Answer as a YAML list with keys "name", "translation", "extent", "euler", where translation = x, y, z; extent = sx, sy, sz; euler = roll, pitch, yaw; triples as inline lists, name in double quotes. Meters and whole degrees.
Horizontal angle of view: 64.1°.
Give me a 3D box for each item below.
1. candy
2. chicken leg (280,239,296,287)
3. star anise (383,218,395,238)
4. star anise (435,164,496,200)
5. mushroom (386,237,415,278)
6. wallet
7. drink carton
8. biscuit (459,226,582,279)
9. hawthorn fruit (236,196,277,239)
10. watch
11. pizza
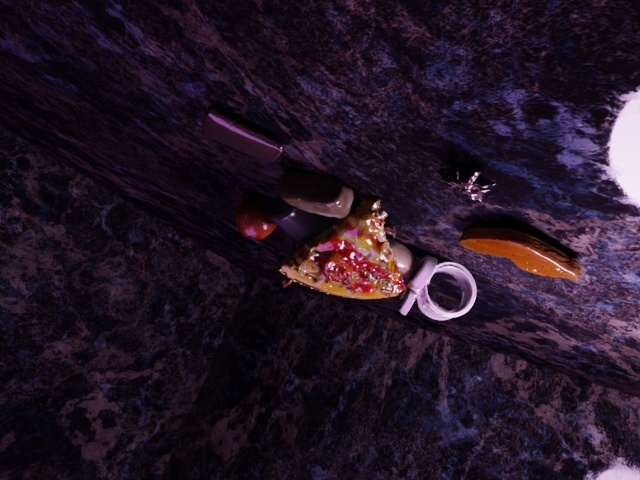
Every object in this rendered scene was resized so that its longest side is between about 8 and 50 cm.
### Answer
- name: "candy"
  translation: [-0.015, -0.142, 1.560]
  extent: [0.233, 0.102, 0.104]
  euler: [12, 163, 30]
- name: "chicken leg"
  translation: [-0.057, 0.033, 1.919]
  extent: [0.095, 0.158, 0.407]
  euler: [8, -153, 19]
- name: "star anise"
  translation: [0.191, -0.056, 1.679]
  extent: [0.141, 0.042, 0.141]
  euler: [25, 168, 6]
- name: "star anise"
  translation: [0.334, -0.125, 1.143]
  extent: [0.124, 0.056, 0.129]
  euler: [8, 160, 45]
- name: "mushroom"
  translation: [0.242, 0.091, 1.874]
  extent: [0.206, 0.209, 0.206]
  euler: [3, -175, 0]
- name: "wallet"
  translation: [-0.218, -0.290, 1.438]
  extent: [0.229, 0.049, 0.182]
  euler: [24, 167, -13]
- name: "drink carton"
  translation: [-0.059, -0.075, 1.743]
  extent: [0.185, 0.191, 0.189]
  euler: [11, 156, 48]
- name: "biscuit"
  translation: [0.545, 0.029, 1.415]
  extent: [0.277, 0.052, 0.262]
  euler: [26, 171, -15]
- name: "hawthorn fruit"
  translation: [-0.250, -0.086, 2.025]
  extent: [0.172, 0.173, 0.173]
  euler: [22, 167, 5]
- name: "watch"
  translation: [0.421, 0.196, 1.854]
  extent: [0.231, 0.244, 0.196]
  euler: [30, 166, -1]
- name: "pizza"
  translation: [0.093, 0.038, 1.630]
  extent: [0.439, 0.130, 0.406]
  euler: [9, 133, -5]
